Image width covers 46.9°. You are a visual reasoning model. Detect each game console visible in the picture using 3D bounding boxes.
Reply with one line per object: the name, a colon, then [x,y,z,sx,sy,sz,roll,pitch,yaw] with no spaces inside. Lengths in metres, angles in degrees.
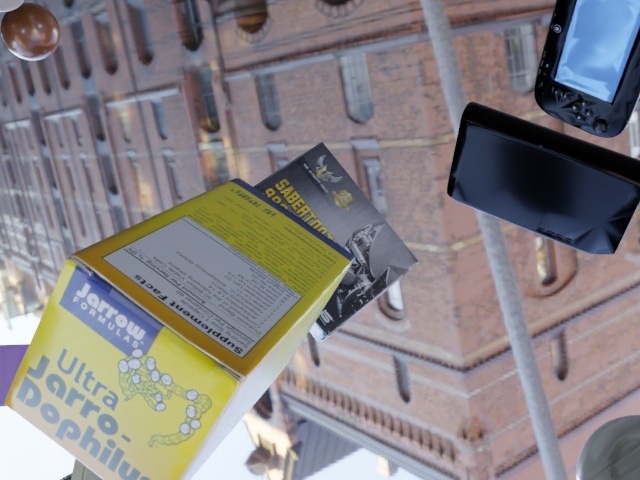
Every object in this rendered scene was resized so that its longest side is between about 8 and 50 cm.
game console: [0.255,-0.142,0.768,0.213,0.361,0.044,23,-129,19]

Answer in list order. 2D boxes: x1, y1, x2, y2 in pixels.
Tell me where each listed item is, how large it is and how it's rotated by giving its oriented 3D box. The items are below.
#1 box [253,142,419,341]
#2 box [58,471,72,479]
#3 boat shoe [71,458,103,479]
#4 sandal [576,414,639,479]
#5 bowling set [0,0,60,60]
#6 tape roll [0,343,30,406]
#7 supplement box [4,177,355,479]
box: [0.000,0.000,1.058,0.183,0.231,0.056,-36,174,-22]
box: [-0.354,0.529,1.212,0.097,0.318,0.395,17,140,-41]
boat shoe: [-0.259,0.276,0.900,0.063,0.066,0.184,-3,-130,3]
sandal: [0.429,0.314,0.737,0.169,0.102,0.416,-41,-154,-13]
bowling set: [-0.349,-0.235,0.661,0.287,0.154,0.200,-37,160,14]
tape roll: [-0.532,0.212,1.137,0.274,0.090,0.275,-3,171,0]
supplement box: [-0.131,0.090,0.824,0.194,0.195,0.356,34,-156,7]
